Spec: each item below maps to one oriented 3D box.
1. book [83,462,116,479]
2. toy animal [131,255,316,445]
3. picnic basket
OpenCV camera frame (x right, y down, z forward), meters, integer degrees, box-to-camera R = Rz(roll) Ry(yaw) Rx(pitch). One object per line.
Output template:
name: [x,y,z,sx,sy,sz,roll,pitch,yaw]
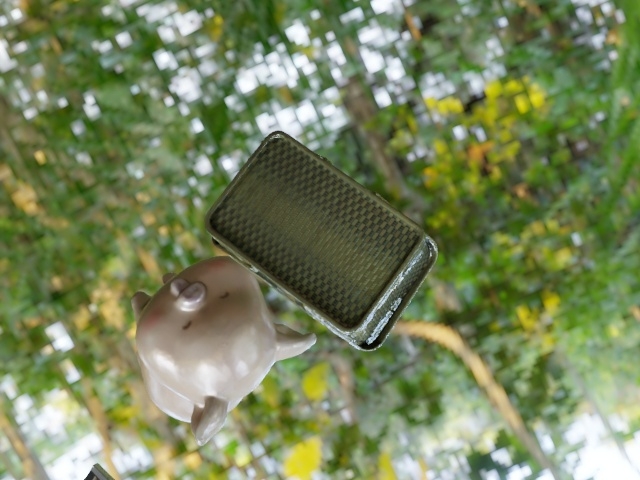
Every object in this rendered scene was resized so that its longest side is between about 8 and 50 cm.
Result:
book: [-0.218,0.352,1.865,0.014,0.182,0.127,-22,149,-57]
toy animal: [-0.173,0.159,2.415,0.269,0.326,0.237,36,-115,29]
picnic basket: [0.000,0.000,2.036,0.165,0.267,0.139,-53,165,-5]
